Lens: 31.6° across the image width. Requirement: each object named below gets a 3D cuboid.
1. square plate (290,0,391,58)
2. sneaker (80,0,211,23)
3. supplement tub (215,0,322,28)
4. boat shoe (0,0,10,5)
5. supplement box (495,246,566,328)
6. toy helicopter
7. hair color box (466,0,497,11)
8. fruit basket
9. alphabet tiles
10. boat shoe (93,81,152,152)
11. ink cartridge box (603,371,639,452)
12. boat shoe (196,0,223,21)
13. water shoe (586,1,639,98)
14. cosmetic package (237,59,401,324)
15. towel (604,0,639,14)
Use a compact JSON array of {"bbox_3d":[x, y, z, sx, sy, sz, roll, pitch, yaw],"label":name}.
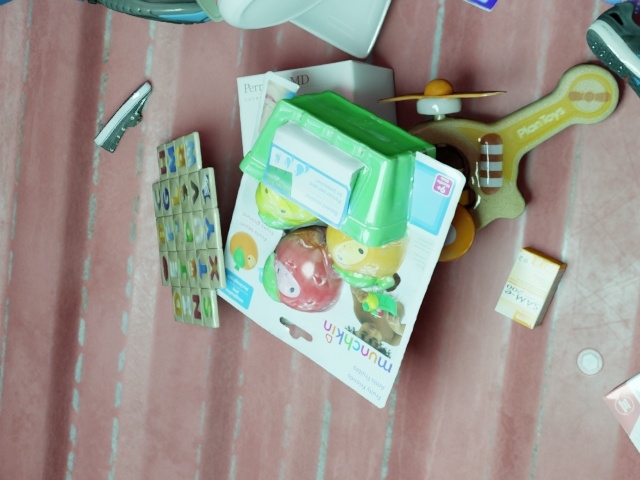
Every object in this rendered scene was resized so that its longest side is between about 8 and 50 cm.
[{"bbox_3d":[0.005,-0.494,1.693,0.347,0.049,0.344,31,106,23],"label":"square plate"},{"bbox_3d":[-0.308,-0.435,1.818,0.340,0.125,0.140,20,99,24],"label":"sneaker"},{"bbox_3d":[-0.099,-0.459,1.614,0.191,0.191,0.272,-28,80,26],"label":"supplement tub"},{"bbox_3d":[-0.565,-0.468,1.978,0.258,0.109,0.089,-13,79,11],"label":"boat shoe"},{"bbox_3d":[0.293,0.066,1.582,0.062,0.036,0.098,27,105,24],"label":"supplement box"},{"bbox_3d":[0.233,-0.145,1.544,0.355,0.140,0.235,-30,96,10],"label":"toy helicopter"},{"bbox_3d":[0.244,-0.493,1.463,0.339,0.110,0.185,-54,37,26],"label":"hair color box"},{"bbox_3d":[0.000,0.000,1.485,0.327,0.165,0.353,33,115,28],"label":"fruit basket"},{"bbox_3d":[-0.206,-0.013,1.731,0.342,0.011,0.285,177,87,-68],"label":"alphabet tiles"},{"bbox_3d":[-0.321,-0.205,1.887,0.040,0.049,0.142,39,111,-15],"label":"boat shoe"},{"bbox_3d":[0.486,0.196,1.472,0.198,0.067,0.115,-39,76,24],"label":"ink cartridge box"},{"bbox_3d":[-0.180,-0.433,1.733,0.228,0.068,0.081,59,143,13],"label":"boat shoe"},{"bbox_3d":[0.439,-0.225,1.466,0.080,0.073,0.203,-44,88,-5],"label":"water shoe"},{"bbox_3d":[0.008,-0.067,1.658,0.197,0.155,0.366,-6,92,27],"label":"cosmetic package"},{"bbox_3d":[0.536,-0.373,1.429,0.336,0.040,0.243,25,105,24],"label":"towel"}]
